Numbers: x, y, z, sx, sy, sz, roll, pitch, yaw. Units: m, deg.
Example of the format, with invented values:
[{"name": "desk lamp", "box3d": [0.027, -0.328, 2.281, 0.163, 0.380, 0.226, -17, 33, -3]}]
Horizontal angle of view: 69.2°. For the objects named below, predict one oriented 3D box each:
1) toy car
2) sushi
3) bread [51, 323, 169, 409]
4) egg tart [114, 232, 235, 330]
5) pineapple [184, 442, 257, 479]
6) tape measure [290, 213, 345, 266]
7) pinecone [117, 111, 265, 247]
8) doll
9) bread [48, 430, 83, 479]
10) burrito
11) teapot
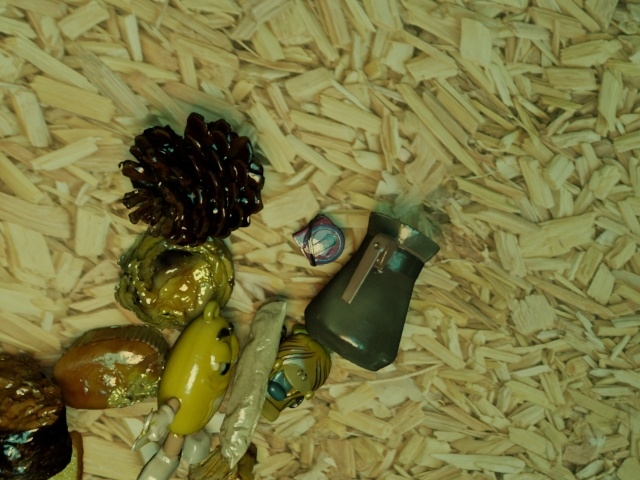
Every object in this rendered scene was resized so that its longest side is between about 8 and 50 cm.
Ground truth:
[{"name": "toy car", "box3d": [-0.083, 0.346, 1.199, 0.248, 0.142, 0.200, -44, 106, -1]}, {"name": "sushi", "box3d": [-0.678, 0.387, 0.978, 0.234, 0.348, 0.208, -18, 112, -50]}, {"name": "bread", "box3d": [-0.496, 0.306, 1.113, 0.249, 0.133, 0.179, -4, 97, -12]}, {"name": "egg tart", "box3d": [-0.348, 0.099, 1.113, 0.296, 0.132, 0.297, -3, 106, -10]}, {"name": "pineapple", "box3d": [-0.243, 0.609, 1.217, 0.236, 0.186, 0.114, -23, 114, 38]}, {"name": "tape measure", "box3d": [0.000, 0.000, 1.190, 0.118, 0.074, 0.125, -29, 100, 0]}, {"name": "pinecone", "box3d": [-0.289, -0.131, 1.012, 0.295, 0.242, 0.298, -37, 81, -31]}, {"name": "doll", "box3d": [-0.314, 0.382, 1.082, 0.161, 0.348, 0.423, 19, 134, 9]}, {"name": "bread", "box3d": [-0.653, 0.577, 1.166, 0.103, 0.065, 0.188, 8, 100, -19]}, {"name": "burrito", "box3d": [-0.164, 0.327, 1.111, 0.076, 0.117, 0.393, 26, 67, -27]}, {"name": "teapot", "box3d": [0.123, 0.117, 1.138, 0.253, 0.300, 0.344, 27, 87, 20]}]
